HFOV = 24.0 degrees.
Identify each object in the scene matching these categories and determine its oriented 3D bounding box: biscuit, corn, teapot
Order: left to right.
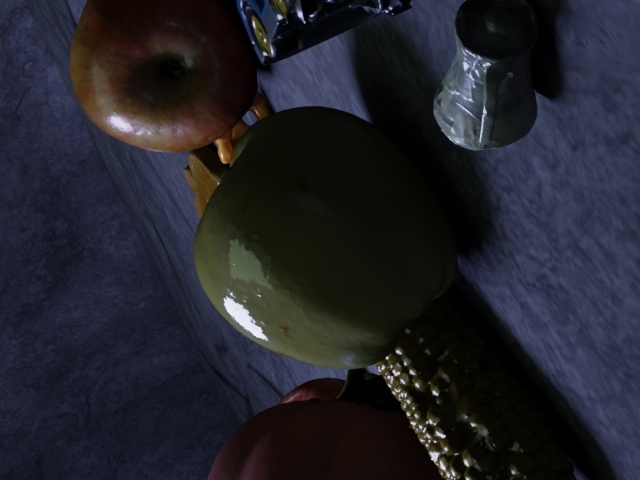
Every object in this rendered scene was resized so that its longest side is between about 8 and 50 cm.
[{"bbox_3d":[-0.129,-0.050,1.986,0.166,0.036,0.225,55,166,23],"label":"biscuit"},{"bbox_3d":[0.097,0.107,1.179,0.320,0.097,0.097,56,169,33],"label":"corn"},{"bbox_3d":[0.089,-0.089,0.787,0.083,0.057,0.067,88,-174,-55],"label":"teapot"}]

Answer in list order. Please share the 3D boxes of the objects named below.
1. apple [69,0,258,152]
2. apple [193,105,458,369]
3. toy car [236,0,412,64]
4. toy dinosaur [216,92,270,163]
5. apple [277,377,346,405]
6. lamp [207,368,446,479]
[{"bbox_3d":[-0.152,-0.170,1.421,0.199,0.199,0.199,57,169,17],"label":"apple"},{"bbox_3d":[0.000,0.000,1.109,0.200,0.200,0.200,57,169,17],"label":"apple"},{"bbox_3d":[0.000,-0.173,0.870,0.100,0.097,0.191,64,169,4],"label":"toy car"},{"bbox_3d":[-0.034,-0.046,1.467,0.288,0.070,0.117,57,180,41],"label":"toy dinosaur"},{"bbox_3d":[0.017,0.239,1.785,0.131,0.146,0.146,33,-170,-40],"label":"apple"},{"bbox_3d":[0.047,0.238,1.355,0.305,0.305,0.239,93,-170,-71],"label":"lamp"}]
